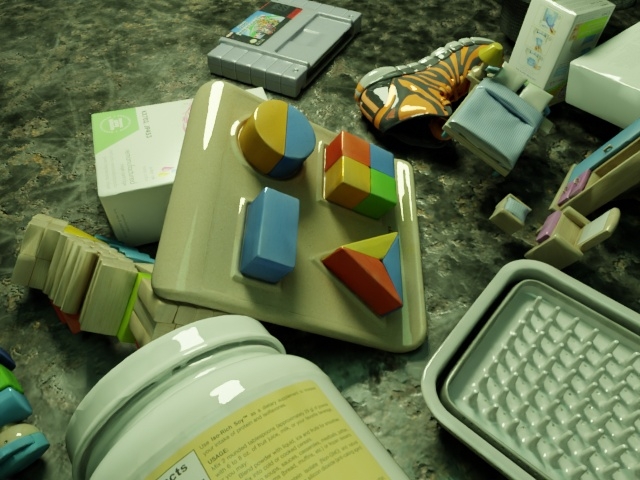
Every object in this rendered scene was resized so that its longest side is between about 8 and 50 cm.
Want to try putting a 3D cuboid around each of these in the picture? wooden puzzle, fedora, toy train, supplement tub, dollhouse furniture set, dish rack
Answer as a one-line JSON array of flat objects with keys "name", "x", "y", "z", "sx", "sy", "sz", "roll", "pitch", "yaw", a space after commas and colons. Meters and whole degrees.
[{"name": "wooden puzzle", "x": -0.008, "y": -0.044, "z": 0.619, "sx": 0.347, "sy": 0.080, "sz": 0.322, "roll": 16, "pitch": 57, "yaw": -22}, {"name": "fedora", "x": 0.555, "y": -0.557, "z": 1.149, "sx": 0.334, "sy": 0.152, "sz": 0.334, "roll": 3, "pitch": 48, "yaw": -4}, {"name": "toy train", "x": -0.419, "y": 0.228, "z": 0.477, "sx": 0.248, "sy": 0.105, "sz": 0.143, "roll": -34, "pitch": 72, "yaw": -28}, {"name": "supplement tub", "x": -0.036, "y": 0.245, "z": 0.373, "sx": 0.241, "sy": 0.241, "sz": 0.331, "roll": -29, "pitch": 56, "yaw": -24}, {"name": "dollhouse furniture set", "x": 0.332, "y": -0.172, "z": 0.718, "sx": 0.303, "sy": 0.198, "sz": 0.286, "roll": 40, "pitch": 56, "yaw": 5}, {"name": "dish rack", "x": 0.306, "y": 0.191, "z": 0.545, "sx": 0.333, "sy": 0.072, "sz": 0.285, "roll": 34, "pitch": 57, "yaw": 24}]

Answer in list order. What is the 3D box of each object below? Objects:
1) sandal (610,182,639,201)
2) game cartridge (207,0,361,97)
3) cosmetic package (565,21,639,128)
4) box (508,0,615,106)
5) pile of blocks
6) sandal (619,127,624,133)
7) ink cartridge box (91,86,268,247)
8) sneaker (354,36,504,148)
[{"name": "sandal", "x": 0.582, "y": -0.074, "z": 0.792, "sx": 0.219, "sy": 0.090, "sz": 0.060, "roll": 1, "pitch": 71, "yaw": -10}, {"name": "game cartridge", "x": -0.075, "y": -0.469, "z": 1.115, "sx": 0.230, "sy": 0.068, "sz": 0.355, "roll": 23, "pitch": 52, "yaw": 12}, {"name": "cosmetic package", "x": 0.692, "y": -0.313, "z": 0.845, "sx": 0.377, "sy": 0.097, "sz": 0.284, "roll": -30, "pitch": 45, "yaw": -9}, {"name": "box", "x": 0.465, "y": -0.380, "z": 0.959, "sx": 0.114, "sy": 0.203, "sz": 0.103, "roll": -22, "pitch": 54, "yaw": -22}, {"name": "pile of blocks", "x": -0.262, "y": 0.076, "z": 0.621, "sx": 0.362, "sy": 0.149, "sz": 0.113, "roll": 23, "pitch": 95, "yaw": 28}, {"name": "sandal", "x": 0.628, "y": -0.167, "z": 0.873, "sx": 0.049, "sy": 0.072, "sz": 0.180, "roll": -14, "pitch": 51, "yaw": -34}, {"name": "ink cartridge box", "x": -0.165, "y": -0.134, "z": 0.777, "sx": 0.353, "sy": 0.119, "sz": 0.207, "roll": -14, "pitch": 52, "yaw": -15}, {"name": "sneaker", "x": 0.242, "y": -0.272, "z": 0.928, "sx": 0.321, "sy": 0.125, "sz": 0.180, "roll": -23, "pitch": 57, "yaw": -7}]
